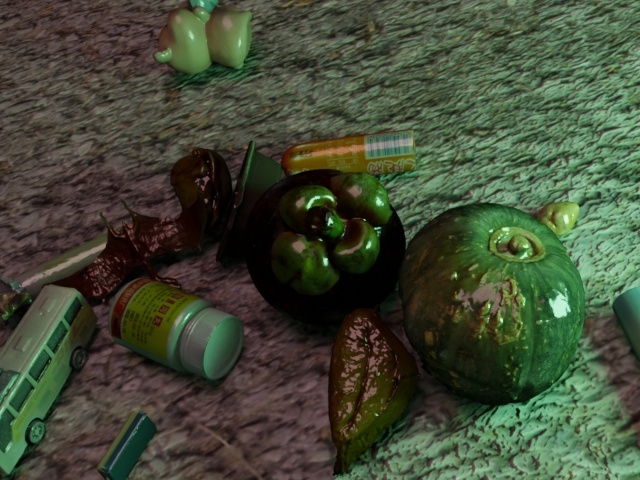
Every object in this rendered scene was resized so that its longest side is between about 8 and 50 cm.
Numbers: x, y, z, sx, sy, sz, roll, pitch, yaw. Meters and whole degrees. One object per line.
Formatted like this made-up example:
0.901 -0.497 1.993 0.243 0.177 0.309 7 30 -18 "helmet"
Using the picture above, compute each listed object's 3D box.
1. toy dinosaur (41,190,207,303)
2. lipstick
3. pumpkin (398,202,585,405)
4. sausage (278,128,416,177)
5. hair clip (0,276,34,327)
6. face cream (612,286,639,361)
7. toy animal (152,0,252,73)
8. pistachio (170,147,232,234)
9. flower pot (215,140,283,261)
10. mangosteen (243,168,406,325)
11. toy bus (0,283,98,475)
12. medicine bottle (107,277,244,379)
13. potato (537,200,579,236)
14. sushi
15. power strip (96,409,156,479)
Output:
-0.381 0.019 1.592 0.328 0.113 0.206 -4 88 -1 "toy dinosaur"
-0.481 0.042 1.673 0.304 0.076 0.076 -27 48 -9 "lipstick"
0.269 0.103 1.295 0.292 0.257 0.327 10 40 3 "pumpkin"
0.048 -0.176 1.716 0.313 0.093 0.092 -6 48 10 "sausage"
-0.653 0.123 1.601 0.292 0.106 0.085 4 31 45 "hair clip"
0.549 0.190 1.270 0.077 0.077 0.250 -15 47 1 "face cream"
-0.286 -0.521 2.055 0.221 0.229 0.210 31 20 -10 "toy animal"
-0.248 -0.107 1.687 0.131 0.165 0.210 -6 56 -16 "pistachio"
-0.140 -0.073 1.640 0.084 0.178 0.250 17 50 -9 "flower pot"
-0.002 0.002 1.438 0.301 0.300 0.300 -7 48 8 "mangosteen"
-0.529 0.246 1.462 0.097 0.138 0.342 9 50 18 "toy bus"
-0.265 0.161 1.466 0.226 0.139 0.139 18 56 27 "medicine bottle"
0.453 -0.045 1.521 0.083 0.062 0.068 -25 60 -36 "potato"
0.087 0.234 1.296 0.149 0.140 0.287 1 73 3 "sushi"
-0.332 0.355 1.368 0.032 0.056 0.123 13 54 26 "power strip"
